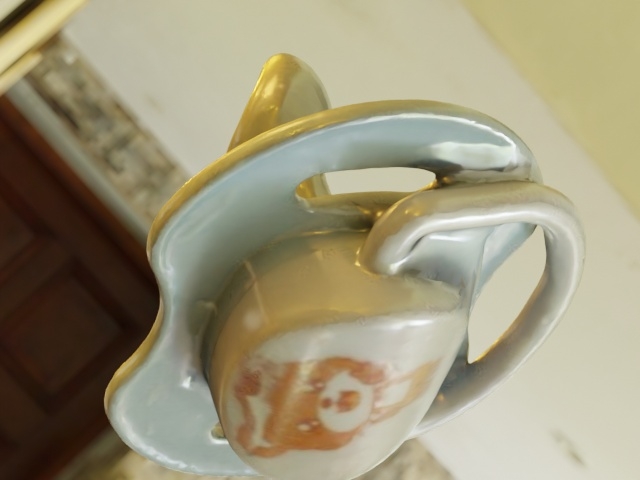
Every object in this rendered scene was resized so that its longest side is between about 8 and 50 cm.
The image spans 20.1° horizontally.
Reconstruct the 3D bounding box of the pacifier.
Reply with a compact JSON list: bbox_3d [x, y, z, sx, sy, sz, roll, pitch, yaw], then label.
[{"bbox_3d":[0.000,0.000,0.909,0.279,0.227,0.207,111,-36,-45],"label":"pacifier"}]
